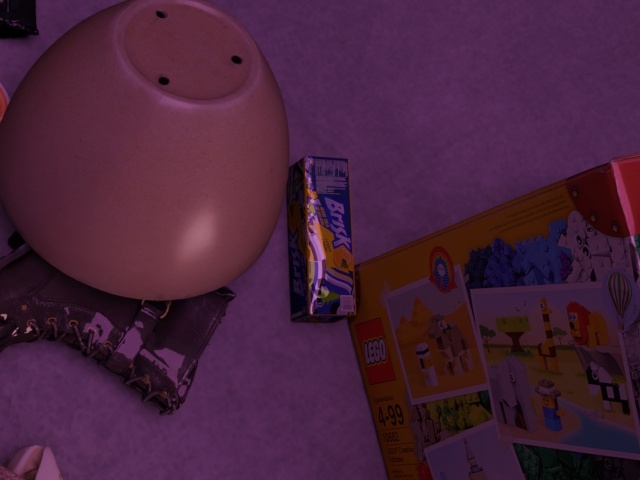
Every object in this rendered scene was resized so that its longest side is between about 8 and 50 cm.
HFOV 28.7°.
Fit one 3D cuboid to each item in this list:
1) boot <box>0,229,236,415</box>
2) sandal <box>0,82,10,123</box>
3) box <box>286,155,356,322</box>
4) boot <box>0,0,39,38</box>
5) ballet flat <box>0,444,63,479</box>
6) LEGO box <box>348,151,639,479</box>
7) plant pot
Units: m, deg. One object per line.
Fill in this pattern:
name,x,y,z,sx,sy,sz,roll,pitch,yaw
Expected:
boot,-0.223,0.091,1.188,0.229,0.091,0.263,40,65,-10
sandal,-0.405,-0.195,1.178,0.265,0.076,0.102,44,67,-9
box,0.000,0.000,1.316,0.054,0.059,0.169,3,78,-21
boot,-0.291,-0.252,1.255,0.121,0.045,0.099,5,75,-15
ballet flat,-0.298,0.210,1.111,0.316,0.107,0.106,43,46,-28
LEGO box,0.239,0.146,1.144,0.193,0.500,0.372,-12,84,-25
plant pot,-0.145,-0.115,1.156,0.284,0.191,0.284,12,51,-16
